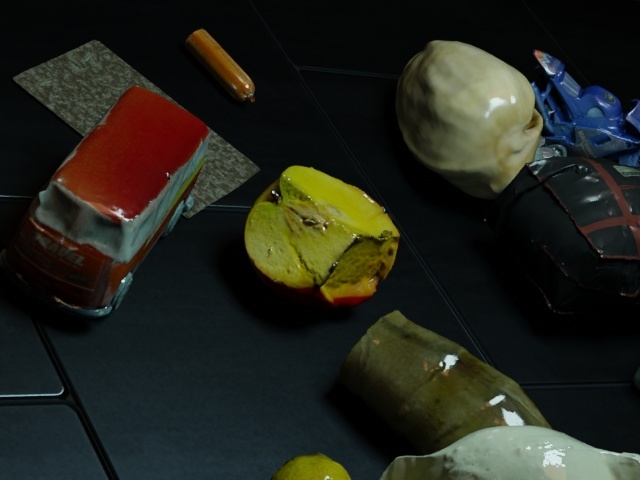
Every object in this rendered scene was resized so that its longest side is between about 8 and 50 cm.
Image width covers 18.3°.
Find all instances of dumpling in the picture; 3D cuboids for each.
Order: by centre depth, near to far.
[{"bbox_3d":[0.167,0.250,1.648,0.147,0.258,0.193,29,54,-77],"label":"dumpling"}]

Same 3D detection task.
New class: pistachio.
[{"bbox_3d":[0.163,-0.138,2.227,0.157,0.157,0.229,13,24,-26],"label":"pistachio"}]

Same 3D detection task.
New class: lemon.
[{"bbox_3d":[-0.005,0.226,1.638,0.082,0.082,0.111,17,35,-21],"label":"lemon"}]

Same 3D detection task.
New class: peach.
[{"bbox_3d":[-0.003,-0.001,1.917,0.151,0.118,0.151,0,65,1],"label":"peach"}]

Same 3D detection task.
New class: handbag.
[{"bbox_3d":[0.305,0.001,2.129,0.215,0.155,0.169,2,44,-39],"label":"handbag"}]

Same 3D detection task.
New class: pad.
[{"bbox_3d":[-0.185,-0.118,2.028,0.235,0.003,0.158,38,33,10],"label":"pad"}]

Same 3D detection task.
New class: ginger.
[{"bbox_3d":[0.131,0.166,1.811,0.263,0.116,0.109,40,1,23],"label":"ginger"}]

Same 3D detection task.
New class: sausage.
[{"bbox_3d":[-0.105,-0.187,2.164,0.031,0.031,0.107,-14,53,-49],"label":"sausage"}]

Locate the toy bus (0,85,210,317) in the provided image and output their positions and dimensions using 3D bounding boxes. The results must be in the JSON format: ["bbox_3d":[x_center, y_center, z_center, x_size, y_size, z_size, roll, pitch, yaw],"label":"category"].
[{"bbox_3d":[-0.190,-0.040,1.808,0.121,0.120,0.265,30,31,0],"label":"toy bus"}]

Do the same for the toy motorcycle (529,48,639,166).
[{"bbox_3d":[0.321,-0.142,2.376,0.205,0.114,0.076,30,33,-2],"label":"toy motorcycle"}]

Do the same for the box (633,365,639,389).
[{"bbox_3d":[0.411,0.132,2.098,0.124,0.093,0.172,42,33,18],"label":"box"}]

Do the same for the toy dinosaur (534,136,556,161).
[{"bbox_3d":[0.230,-0.119,2.336,0.082,0.039,0.209,1,53,-43],"label":"toy dinosaur"}]
